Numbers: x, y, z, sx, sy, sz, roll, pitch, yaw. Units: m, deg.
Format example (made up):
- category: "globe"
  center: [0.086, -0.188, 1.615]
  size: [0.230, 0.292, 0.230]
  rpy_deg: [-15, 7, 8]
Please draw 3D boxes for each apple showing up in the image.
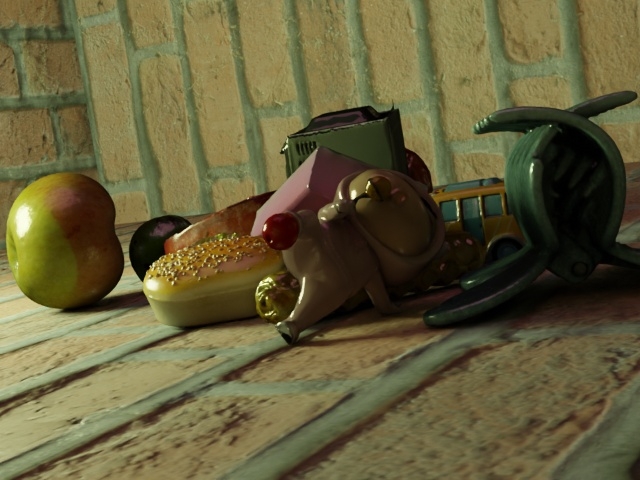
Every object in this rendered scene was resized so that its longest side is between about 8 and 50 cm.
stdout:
- category: "apple"
  center: [-0.453, 0.002, 2.028]
  size: [0.194, 0.261, 0.261]
  rpy_deg: [-9, 5, -21]

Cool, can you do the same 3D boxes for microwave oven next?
- category: "microwave oven"
  center: [0.056, -0.109, 2.209]
  size: [0.218, 0.286, 0.355]
  rpy_deg: [-9, 9, 9]

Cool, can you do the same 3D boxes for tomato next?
- category: "tomato"
  center: [-0.140, 0.014, 1.942]
  size: [0.233, 0.140, 0.200]
  rpy_deg: [-28, -8, 20]

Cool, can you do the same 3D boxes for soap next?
- category: "soap"
  center: [0.022, -0.030, 1.686]
  size: [0.181, 0.081, 0.259]
  rpy_deg: [20, -26, -17]

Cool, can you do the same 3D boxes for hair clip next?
- category: "hair clip"
  center: [0.305, -0.052, 1.437]
  size: [0.392, 0.238, 0.318]
  rpy_deg: [-9, 3, 5]

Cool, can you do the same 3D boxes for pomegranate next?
- category: "pomegranate"
  center: [-0.271, 0.023, 2.104]
  size: [0.169, 0.149, 0.148]
  rpy_deg: [6, 14, 45]

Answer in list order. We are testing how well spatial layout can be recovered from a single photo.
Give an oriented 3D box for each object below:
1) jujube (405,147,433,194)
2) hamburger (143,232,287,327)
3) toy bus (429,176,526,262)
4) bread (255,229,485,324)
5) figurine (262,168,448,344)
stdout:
- category: "jujube"
  center: [0.112, -0.102, 2.564]
  size: [0.216, 0.216, 0.342]
  rpy_deg: [-12, -6, -29]
- category: "hamburger"
  center: [-0.150, 0.055, 1.654]
  size: [0.210, 0.116, 0.173]
  rpy_deg: [-9, 8, -5]
- category: "toy bus"
  center: [0.236, -0.024, 1.745]
  size: [0.209, 0.136, 0.126]
  rpy_deg: [-8, 5, 20]
- category: "bread"
  center: [0.073, 0.049, 1.564]
  size: [0.367, 0.084, 0.077]
  rpy_deg: [-14, -34, -31]
- category: "figurine"
  center: [0.052, 0.005, 1.408]
  size: [0.287, 0.176, 0.186]
  rpy_deg: [-22, -16, -39]
